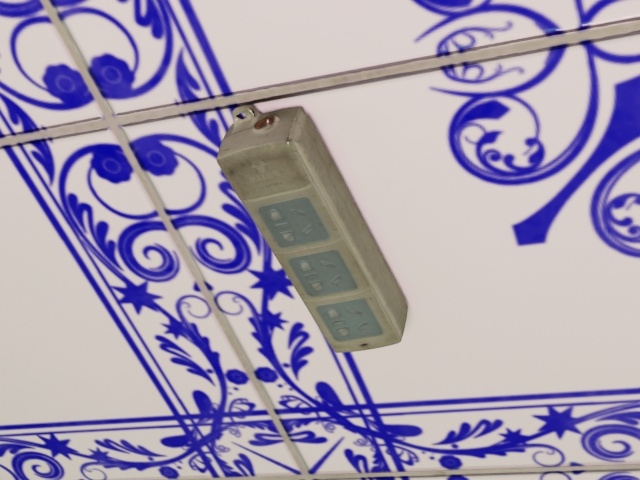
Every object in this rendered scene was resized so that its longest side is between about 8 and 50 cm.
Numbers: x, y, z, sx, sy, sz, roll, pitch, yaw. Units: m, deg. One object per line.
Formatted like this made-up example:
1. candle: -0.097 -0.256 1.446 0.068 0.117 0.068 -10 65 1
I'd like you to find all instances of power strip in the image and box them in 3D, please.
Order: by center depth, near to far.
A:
1. power strip: 0.000 0.000 0.908 0.078 0.052 0.272 -11 127 24
